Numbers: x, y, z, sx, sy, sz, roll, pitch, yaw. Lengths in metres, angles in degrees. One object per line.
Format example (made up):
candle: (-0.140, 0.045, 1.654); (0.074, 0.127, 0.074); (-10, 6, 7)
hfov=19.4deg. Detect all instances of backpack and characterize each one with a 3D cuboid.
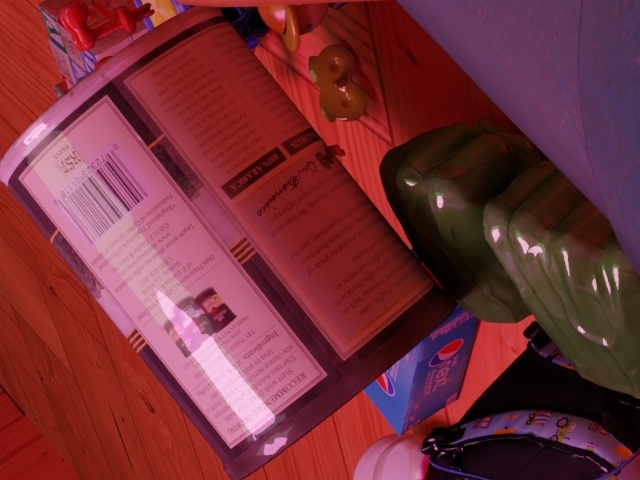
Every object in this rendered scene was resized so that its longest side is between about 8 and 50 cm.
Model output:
backpack: (0.185, 0.144, 1.299); (0.173, 0.158, 0.117); (4, 132, 54)

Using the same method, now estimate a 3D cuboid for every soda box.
soda box: (0.082, 0.084, 1.586); (0.071, 0.067, 0.210); (52, 160, 22)

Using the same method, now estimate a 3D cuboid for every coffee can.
coffee can: (-0.066, 0.000, 1.322); (0.275, 0.201, 0.201); (52, 161, 2)

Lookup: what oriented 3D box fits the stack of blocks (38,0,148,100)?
stack of blocks: (-0.198, -0.126, 1.944); (0.171, 0.087, 0.297); (41, 154, 43)

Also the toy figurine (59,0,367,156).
toy figurine: (-0.133, -0.194, 1.544); (0.362, 0.191, 0.217); (62, 166, -6)

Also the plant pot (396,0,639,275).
plant pot: (0.180, -0.126, 0.665); (0.334, 0.341, 0.341); (46, 158, 54)

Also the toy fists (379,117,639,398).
toy fists: (0.142, -0.003, 1.261); (0.142, 0.096, 0.279); (53, 168, -34)

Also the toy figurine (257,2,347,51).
toy figurine: (-0.040, -0.255, 1.254); (0.209, 0.148, 0.213); (43, 155, 40)

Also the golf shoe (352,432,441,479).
golf shoe: (0.140, 0.316, 1.729); (0.306, 0.115, 0.140); (58, 158, 0)

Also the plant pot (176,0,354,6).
plant pot: (0.000, -0.237, 0.932); (0.291, 0.203, 0.290); (-14, -90, -87)
